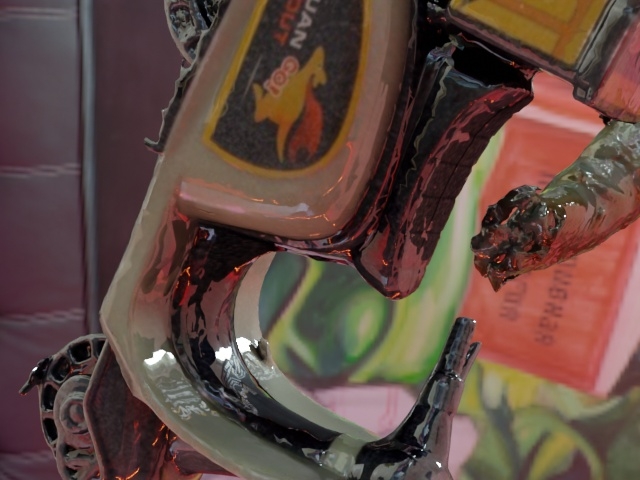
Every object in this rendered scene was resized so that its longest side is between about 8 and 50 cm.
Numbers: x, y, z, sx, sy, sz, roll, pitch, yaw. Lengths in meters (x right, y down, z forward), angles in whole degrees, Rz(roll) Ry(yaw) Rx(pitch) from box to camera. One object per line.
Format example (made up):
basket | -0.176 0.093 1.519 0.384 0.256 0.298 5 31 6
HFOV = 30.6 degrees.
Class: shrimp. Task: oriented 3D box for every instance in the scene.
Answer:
shrimp | 0.119 -0.050 0.402 0.166 0.049 0.161 -29 160 -36

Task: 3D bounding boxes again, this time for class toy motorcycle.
toy motorcycle | 0.000 0.000 0.370 0.091 0.157 0.263 1 116 -63
